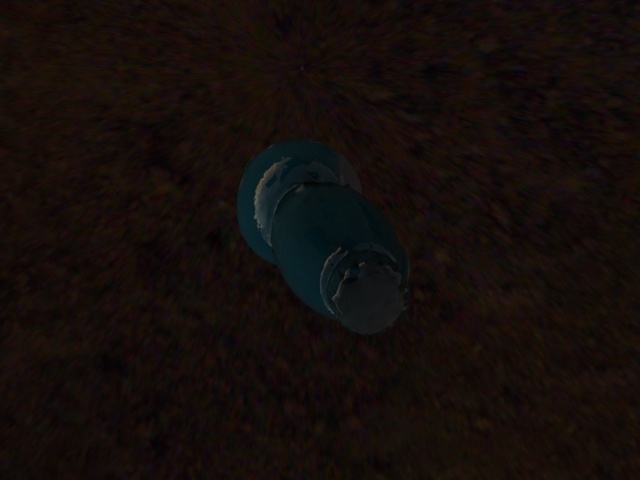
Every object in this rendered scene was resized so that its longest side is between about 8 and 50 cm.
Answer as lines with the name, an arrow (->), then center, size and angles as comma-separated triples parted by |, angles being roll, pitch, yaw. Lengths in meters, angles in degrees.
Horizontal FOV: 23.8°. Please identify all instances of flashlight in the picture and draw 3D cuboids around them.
flashlight -> 0.000, 0.000, 0.540 | 0.051, 0.129, 0.051 | -4, 110, -11

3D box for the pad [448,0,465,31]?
pad -> 0.158, -0.270, 1.254 | 0.009, 0.265, 0.160 | 28, 115, 3
